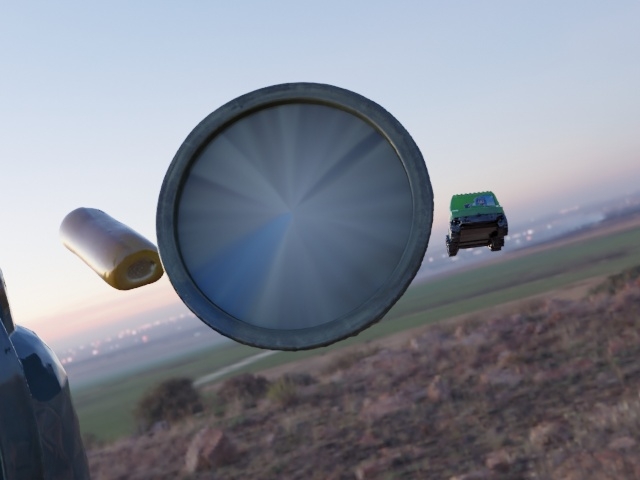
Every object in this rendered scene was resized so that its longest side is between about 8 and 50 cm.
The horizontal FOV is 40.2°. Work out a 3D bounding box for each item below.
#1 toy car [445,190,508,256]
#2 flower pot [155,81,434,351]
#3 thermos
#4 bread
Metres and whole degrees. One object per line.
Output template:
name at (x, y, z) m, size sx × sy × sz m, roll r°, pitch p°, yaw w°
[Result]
toy car at (0.187, -0.022, 1.068) m, size 0.071 × 0.062 × 0.165 m, roll -7°, pitch -10°, yaw 6°
flower pot at (0.000, 0.000, 0.739) m, size 0.213 × 0.212 × 0.202 m, roll -16°, pitch -17°, yaw 10°
thermos at (-0.245, 0.148, 0.640) m, size 0.145 × 0.286 × 0.182 m, roll -19°, pitch 21°, yaw -34°
bread at (-0.318, 0.005, 1.308) m, size 0.093 × 0.073 × 0.239 m, roll -19°, pitch 27°, yaw -31°
